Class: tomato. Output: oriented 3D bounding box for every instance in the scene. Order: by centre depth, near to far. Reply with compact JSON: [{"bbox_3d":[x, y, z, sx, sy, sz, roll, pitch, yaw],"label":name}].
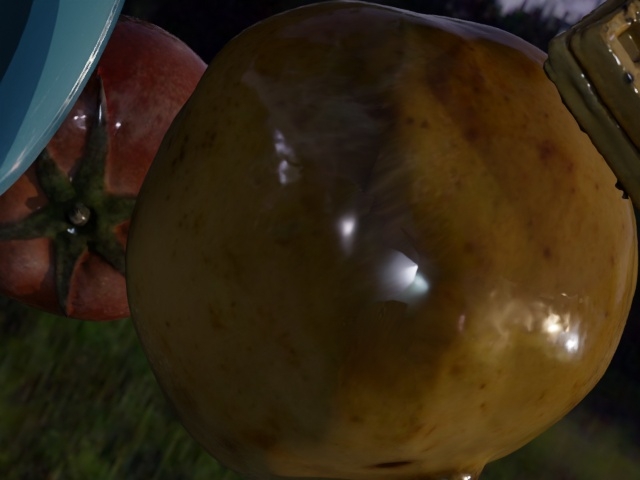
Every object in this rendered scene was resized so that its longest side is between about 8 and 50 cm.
[{"bbox_3d":[-0.200,-0.071,1.282,0.265,0.265,0.265,27,6,-3],"label":"tomato"}]

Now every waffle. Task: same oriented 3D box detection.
[{"bbox_3d":[0.166,-0.043,0.605,0.148,0.102,0.042,56,-28,-2],"label":"waffle"}]

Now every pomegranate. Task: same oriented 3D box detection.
[{"bbox_3d":[0.033,0.003,0.850,0.307,0.307,0.307,27,6,-3],"label":"pomegranate"}]

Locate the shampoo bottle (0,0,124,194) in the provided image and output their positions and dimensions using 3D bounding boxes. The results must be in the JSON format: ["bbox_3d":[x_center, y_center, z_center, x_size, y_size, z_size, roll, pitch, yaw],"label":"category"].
[{"bbox_3d":[-0.332,-0.224,0.968,0.342,0.331,0.331,27,6,10],"label":"shampoo bottle"}]
